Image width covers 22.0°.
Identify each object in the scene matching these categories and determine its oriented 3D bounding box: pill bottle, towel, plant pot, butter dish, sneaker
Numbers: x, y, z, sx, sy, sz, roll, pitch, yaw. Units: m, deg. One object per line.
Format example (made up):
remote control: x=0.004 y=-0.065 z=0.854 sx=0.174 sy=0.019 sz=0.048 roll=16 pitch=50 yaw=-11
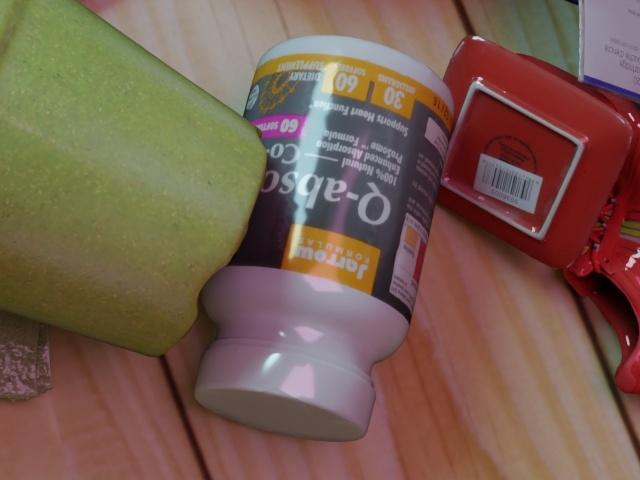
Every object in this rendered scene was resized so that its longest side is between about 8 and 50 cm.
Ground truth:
pill bottle: x=0.000 y=0.000 z=1.244 sx=0.162 sy=0.162 sz=0.279 roll=18 pitch=70 yaw=-15
towel: x=-0.269 y=0.064 z=1.202 sx=0.148 sy=0.027 sz=0.110 roll=2 pitch=76 yaw=-21
plant pot: x=-0.185 y=-0.051 z=1.134 sx=0.253 sy=0.276 sz=0.276 roll=26 pitch=69 yaw=-15
butter dish: x=0.176 y=-0.086 z=1.340 sx=0.160 sy=0.160 sz=0.118 roll=30 pitch=38 yaw=14
sneaker: x=0.255 y=-0.005 z=1.375 sx=0.118 sy=0.107 sz=0.279 roll=-11 pitch=76 yaw=-9

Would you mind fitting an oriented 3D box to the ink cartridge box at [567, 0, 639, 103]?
ink cartridge box: x=0.302 y=-0.247 z=1.411 sx=0.303 sy=0.072 sz=0.307 roll=13 pitch=80 yaw=-41
